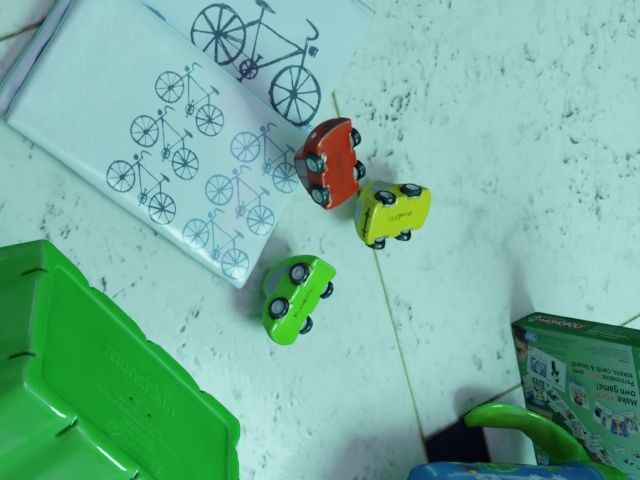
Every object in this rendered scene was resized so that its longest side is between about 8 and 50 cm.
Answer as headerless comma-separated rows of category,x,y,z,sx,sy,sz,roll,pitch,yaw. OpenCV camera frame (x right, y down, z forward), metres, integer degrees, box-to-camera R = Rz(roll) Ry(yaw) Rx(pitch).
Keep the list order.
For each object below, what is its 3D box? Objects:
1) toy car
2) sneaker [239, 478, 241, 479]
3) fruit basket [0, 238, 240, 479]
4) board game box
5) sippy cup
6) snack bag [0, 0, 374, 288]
toy car,0.000,0.000,1.650,0.225,0.053,0.239,-58,145,-2
sneaker,-0.110,0.346,1.602,0.124,0.107,0.283,-24,109,-25
fruit basket,-0.297,0.221,1.397,0.392,0.392,0.283,40,31,-32
board game box,0.351,0.202,1.781,0.046,0.317,0.213,-23,109,-33
sippy cup,0.196,0.337,1.743,0.224,0.305,0.240,13,110,-16
snack bag,-0.111,-0.174,1.578,0.323,0.037,0.342,39,73,-32
